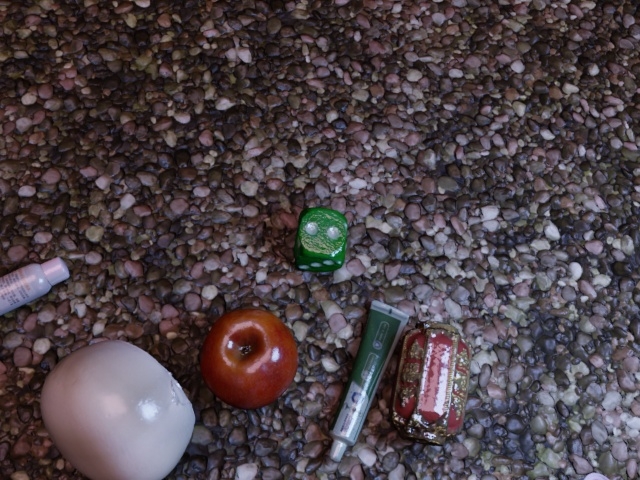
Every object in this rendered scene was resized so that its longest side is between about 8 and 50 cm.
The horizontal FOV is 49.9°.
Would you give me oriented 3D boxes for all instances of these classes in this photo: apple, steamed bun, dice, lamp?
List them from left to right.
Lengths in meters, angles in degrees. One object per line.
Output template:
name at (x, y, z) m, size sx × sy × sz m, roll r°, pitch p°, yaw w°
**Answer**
steamed bun at (-0.419, 0.362, 1.384) m, size 0.324 × 0.324 × 0.206 m, roll 35°, pitch 49°, yaw 9°
apple at (-0.156, 0.260, 1.521) m, size 0.218 × 0.201 × 0.218 m, roll -1°, pitch 68°, yaw 3°
dice at (0.000, 0.000, 1.674) m, size 0.120 × 0.128 × 0.130 m, roll 7°, pitch 66°, yaw -4°
lamp at (0.249, 0.321, 1.553) m, size 0.177 × 0.177 × 0.273 m, roll 13°, pitch 66°, yaw 0°

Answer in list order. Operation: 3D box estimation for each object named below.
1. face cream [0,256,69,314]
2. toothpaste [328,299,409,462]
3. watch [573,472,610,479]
face cream at (-0.714, 0.119, 1.587) m, size 0.269 × 0.082 × 0.082 m, roll -26°, pitch 73°, yaw -15°
toothpaste at (0.099, 0.323, 1.594) m, size 0.099 × 0.061 × 0.392 m, roll 22°, pitch 65°, yaw 4°
watch at (0.559, 0.622, 1.435) m, size 0.248 × 0.211 × 0.217 m, roll -19°, pitch 72°, yaw -50°
